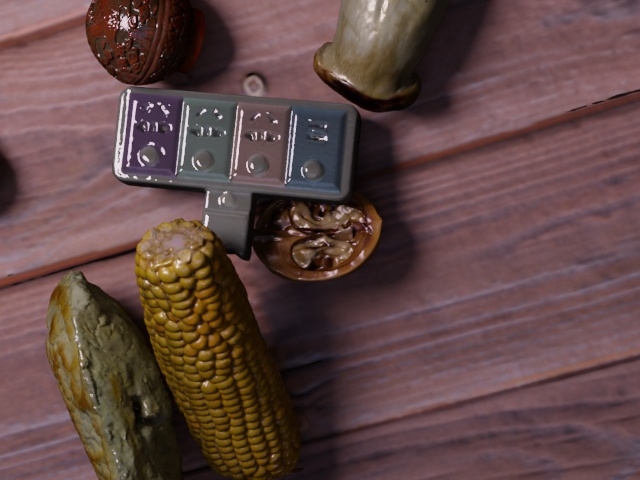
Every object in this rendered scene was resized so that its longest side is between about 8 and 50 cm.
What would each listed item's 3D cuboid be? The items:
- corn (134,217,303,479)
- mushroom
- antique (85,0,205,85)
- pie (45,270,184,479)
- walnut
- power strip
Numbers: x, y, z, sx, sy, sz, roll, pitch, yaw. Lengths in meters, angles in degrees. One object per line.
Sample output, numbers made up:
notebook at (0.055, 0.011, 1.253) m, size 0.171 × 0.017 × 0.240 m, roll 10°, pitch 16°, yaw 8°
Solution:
corn at (-0.092, 0.112, 1.312) m, size 0.101 × 0.101 × 0.310 m, roll -13°, pitch 130°, yaw 11°
mushroom at (0.077, -0.261, 1.250) m, size 0.100 × 0.081 × 0.312 m, roll 16°, pitch 104°, yaw -3°
antique at (-0.157, -0.185, 1.292) m, size 0.104 × 0.104 × 0.104 m, roll 2°, pitch 104°, yaw 7°
pie at (-0.185, 0.144, 1.340) m, size 0.090 × 0.201 × 0.248 m, roll -20°, pitch 89°, yaw -13°
walnut at (0.000, 0.000, 1.336) m, size 0.121 × 0.052 × 0.091 m, roll -5°, pitch 69°, yaw 11°
power strip at (-0.077, -0.055, 1.312) m, size 0.216 × 0.061 × 0.145 m, roll 6°, pitch 84°, yaw 7°
